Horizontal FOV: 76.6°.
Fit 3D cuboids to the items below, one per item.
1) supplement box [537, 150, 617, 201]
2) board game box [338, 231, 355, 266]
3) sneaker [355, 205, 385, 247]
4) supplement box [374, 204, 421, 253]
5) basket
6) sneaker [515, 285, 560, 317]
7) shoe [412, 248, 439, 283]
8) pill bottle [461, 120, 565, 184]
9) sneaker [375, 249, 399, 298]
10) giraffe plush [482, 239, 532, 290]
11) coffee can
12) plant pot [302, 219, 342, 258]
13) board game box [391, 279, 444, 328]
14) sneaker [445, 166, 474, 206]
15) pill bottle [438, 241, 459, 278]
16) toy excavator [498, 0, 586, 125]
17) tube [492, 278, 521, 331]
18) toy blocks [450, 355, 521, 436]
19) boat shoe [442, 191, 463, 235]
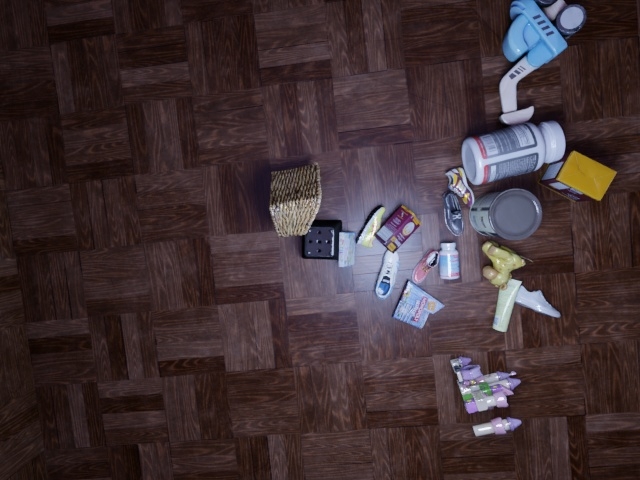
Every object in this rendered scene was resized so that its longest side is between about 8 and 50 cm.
[{"bbox_3d":[1.075,-0.265,1.715,0.191,0.194,0.129,28,95,2],"label":"supplement box"},{"bbox_3d":[0.123,0.039,1.853,0.026,0.103,0.154,4,94,34],"label":"board game box"},{"bbox_3d":[0.248,-0.060,1.856,0.094,0.081,0.209,28,101,-6],"label":"sneaker"},{"bbox_3d":[0.346,-0.048,1.814,0.188,0.104,0.081,-47,46,3],"label":"supplement box"},{"bbox_3d":[-0.089,-0.163,1.758,0.223,0.299,0.214,-11,131,4],"label":"basket"},{"bbox_3d":[0.984,0.274,1.822,0.212,0.080,0.094,25,83,4],"label":"sneaker"},{"bbox_3d":[0.477,0.120,1.842,0.063,0.081,0.178,31,95,2],"label":"shoe"},{"bbox_3d":[0.810,-0.377,1.721,0.362,0.210,0.210,-13,93,5],"label":"pill bottle"},{"bbox_3d":[0.310,0.155,1.855,0.085,0.086,0.237,13,93,5],"label":"sneaker"},{"bbox_3d":[0.786,0.118,1.782,0.210,0.181,0.171,28,108,19],"label":"giraffe plush"},{"bbox_3d":[0.767,-0.110,1.708,0.201,0.275,0.202,0,94,4],"label":"coffee can"},{"bbox_3d":[0.000,0.000,1.828,0.188,0.167,0.188,2,93,5],"label":"plant pot"},{"bbox_3d":[0.456,0.305,1.866,0.194,0.060,0.194,21,95,3],"label":"board game box"},{"bbox_3d":[0.616,-0.229,1.811,0.083,0.069,0.186,-19,84,-10],"label":"sneaker"},{"bbox_3d":[0.579,0.090,1.829,0.087,0.087,0.160,-4,94,4],"label":"pill bottle"},{"bbox_3d":[0.871,-0.774,1.716,0.445,0.222,0.433,-37,91,19],"label":"toy excavator"},{"bbox_3d":[0.837,0.289,1.834,0.070,0.062,0.240,10,95,6],"label":"tube"},{"bbox_3d":[0.738,0.630,1.755,0.260,0.288,0.309,-18,90,11],"label":"toy blocks"},{"bbox_3d":[0.599,-0.119,1.825,0.075,0.065,0.206,-15,92,5],"label":"boat shoe"}]
